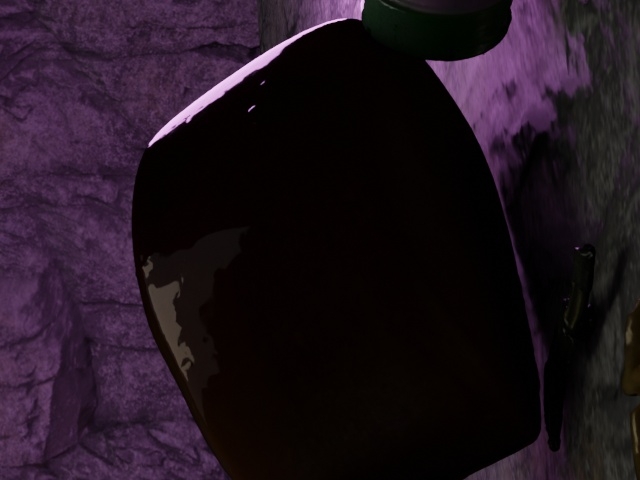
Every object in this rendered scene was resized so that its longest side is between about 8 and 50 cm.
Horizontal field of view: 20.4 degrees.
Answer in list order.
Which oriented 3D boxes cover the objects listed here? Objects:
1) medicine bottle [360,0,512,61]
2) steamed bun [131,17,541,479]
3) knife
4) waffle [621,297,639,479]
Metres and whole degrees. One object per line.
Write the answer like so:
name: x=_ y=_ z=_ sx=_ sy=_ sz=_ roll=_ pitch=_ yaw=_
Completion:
medicine bottle: x=0.087 y=-0.259 z=1.183 sx=0.133 sy=0.133 sz=0.274 roll=-100 pitch=11 yaw=-50
steamed bun: x=0.000 y=0.000 z=1.267 sx=0.248 sy=0.235 sz=0.379 roll=46 pitch=-156 yaw=-37
knife: x=0.159 y=0.061 z=1.127 sx=0.222 sy=0.021 sz=0.045 roll=90 pitch=175 yaw=-54
waffle: x=0.185 y=0.112 z=0.733 sx=0.309 sy=0.065 sz=0.283 roll=-102 pitch=12 yaw=-62
